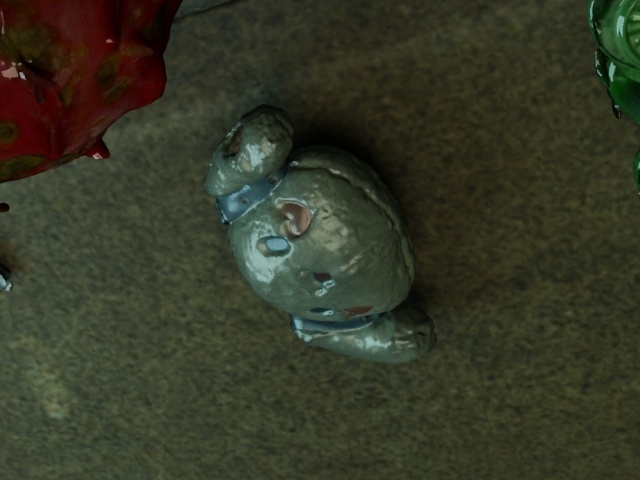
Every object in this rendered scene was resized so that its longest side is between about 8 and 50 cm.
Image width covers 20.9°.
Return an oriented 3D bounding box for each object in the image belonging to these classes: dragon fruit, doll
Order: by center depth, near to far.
[{"bbox_3d":[-0.166,-0.127,0.869,0.268,0.210,0.205,-21,107,-5],"label":"dragon fruit"},{"bbox_3d":[0.000,0.000,1.025,0.103,0.071,0.214,-11,134,26],"label":"doll"}]

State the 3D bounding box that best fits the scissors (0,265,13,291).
[{"bbox_3d":[-0.327,-0.066,1.017,0.360,0.029,0.191,37,118,-22],"label":"scissors"}]

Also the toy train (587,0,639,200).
[{"bbox_3d":[0.231,-0.116,0.893,0.188,0.132,0.243,-18,126,10],"label":"toy train"}]
